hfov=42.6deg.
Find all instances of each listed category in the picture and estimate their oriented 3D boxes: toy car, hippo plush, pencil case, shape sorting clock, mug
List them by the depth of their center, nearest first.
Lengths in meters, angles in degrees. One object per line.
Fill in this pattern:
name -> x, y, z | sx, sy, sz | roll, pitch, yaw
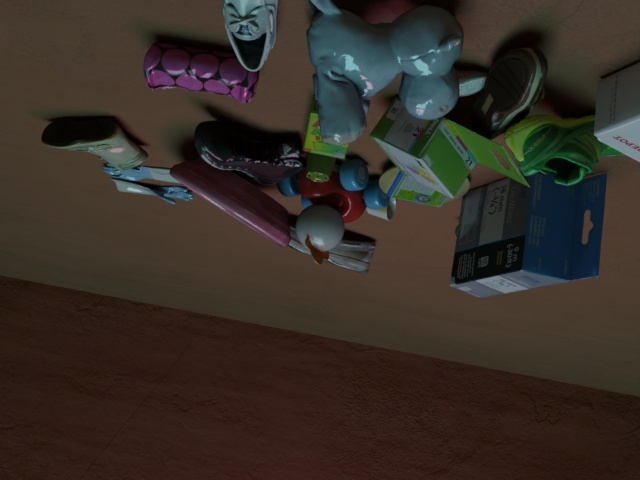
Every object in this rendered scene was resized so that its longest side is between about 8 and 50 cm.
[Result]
hippo plush -> 0.101, -0.298, 1.296 | 0.237, 0.234, 0.294 | -8, 117, 1
pencil case -> -0.218, -0.307, 1.525 | 0.210, 0.095, 0.098 | 11, 126, 4
shape sorting clock -> 0.237, -0.131, 1.871 | 0.206, 0.040, 0.206 | 8, 157, 3
toy car -> 0.016, -0.049, 1.921 | 0.219, 0.237, 0.210 | -2, 158, 33
mug -> 0.147, -0.093, 2.030 | 0.064, 0.078, 0.062 | 11, -164, 26

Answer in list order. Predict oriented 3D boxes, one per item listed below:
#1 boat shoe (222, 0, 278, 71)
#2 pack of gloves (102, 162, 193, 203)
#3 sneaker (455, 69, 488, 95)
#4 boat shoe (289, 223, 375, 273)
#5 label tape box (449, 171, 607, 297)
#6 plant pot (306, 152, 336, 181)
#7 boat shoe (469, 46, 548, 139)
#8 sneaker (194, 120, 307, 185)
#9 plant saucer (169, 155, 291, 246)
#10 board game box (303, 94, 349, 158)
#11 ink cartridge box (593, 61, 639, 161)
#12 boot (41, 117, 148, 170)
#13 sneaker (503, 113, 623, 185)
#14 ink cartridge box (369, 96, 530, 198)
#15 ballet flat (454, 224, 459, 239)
boat shoe -> -0.110, -0.361, 1.315 | 0.095, 0.084, 0.258 | 8, 161, 9
pack of gloves -> -0.464, -0.144, 2.201 | 0.232, 0.046, 0.195 | 7, 162, 9
sneaker -> 0.226, -0.286, 1.431 | 0.134, 0.070, 0.051 | -17, 155, -11
boat shoe -> 0.002, 0.001, 2.321 | 0.321, 0.103, 0.118 | 21, 179, -13
label tape box -> 0.442, -0.021, 1.778 | 0.106, 0.240, 0.334 | 23, 157, -28
plant pot -> 0.001, -0.174, 1.813 | 0.083, 0.079, 0.083 | 8, 161, 3
boat shoe -> 0.337, -0.260, 1.402 | 0.095, 0.095, 0.257 | -21, 170, -14
sneaker -> -0.131, -0.205, 1.788 | 0.163, 0.106, 0.281 | -10, 163, 34
plant saucer -> -0.202, -0.102, 1.970 | 0.332, 0.084, 0.332 | 33, 177, 2
board game box -> 0.019, -0.231, 1.692 | 0.092, 0.043, 0.181 | 11, 161, -2
ink cartridge box -> 0.608, -0.219, 1.304 | 0.199, 0.114, 0.273 | 21, 158, -27
boot -> -0.537, -0.225, 1.957 | 0.213, 0.077, 0.165 | 0, 161, 21
sneaker -> 0.453, -0.159, 1.482 | 0.296, 0.123, 0.109 | -6, 170, -29
ink cartridge box -> 0.245, -0.152, 1.559 | 0.255, 0.097, 0.189 | 32, 177, 36
ballet flat -> 0.461, 0.001, 2.086 | 0.241, 0.091, 0.077 | 11, -176, 9
